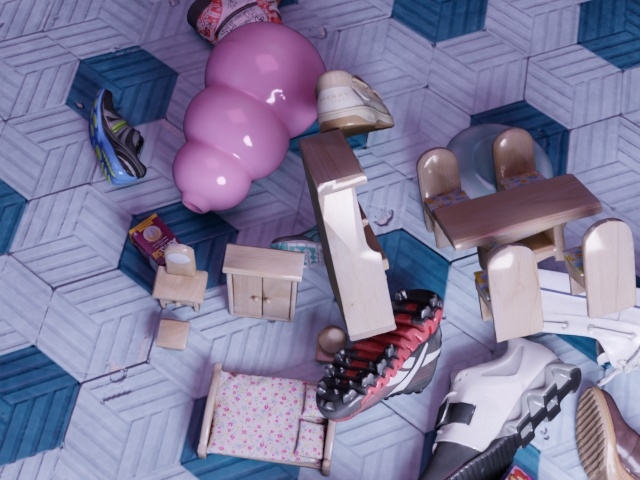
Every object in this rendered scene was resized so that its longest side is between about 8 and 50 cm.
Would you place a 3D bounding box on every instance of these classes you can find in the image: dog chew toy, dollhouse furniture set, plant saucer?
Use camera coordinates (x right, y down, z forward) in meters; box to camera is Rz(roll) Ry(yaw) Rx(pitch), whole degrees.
[{"bbox_3d":[-0.126,-0.191,1.611,0.206,0.206,0.332,25,72,9],"label":"dog chew toy"},{"bbox_3d":[0.194,-0.050,1.426,0.394,0.256,0.362,-15,28,-3],"label":"dollhouse furniture set"},{"bbox_3d":[-0.118,0.200,1.420,0.303,0.174,0.356,7,63,0],"label":"dollhouse furniture set"},{"bbox_3d":[0.305,-0.128,1.689,0.195,0.037,0.195,2,63,-3],"label":"plant saucer"}]

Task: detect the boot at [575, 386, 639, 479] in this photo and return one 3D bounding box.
[{"bbox_3d":[0.498,0.331,1.460,0.207,0.090,0.248,-1,61,-18],"label":"boot"}]

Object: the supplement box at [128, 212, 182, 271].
[{"bbox_3d":[-0.259,0.008,1.580,0.055,0.043,0.083,-38,72,-21],"label":"supplement box"}]

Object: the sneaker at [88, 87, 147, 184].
[{"bbox_3d":[-0.340,-0.173,1.664,0.078,0.067,0.188,-7,60,-31],"label":"sneaker"}]

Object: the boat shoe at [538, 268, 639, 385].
[{"bbox_3d":[0.448,0.145,1.492,0.367,0.136,0.156,11,89,17],"label":"boat shoe"}]

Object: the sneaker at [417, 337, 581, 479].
[{"bbox_3d":[0.221,0.270,1.452,0.330,0.122,0.146,-40,54,-20],"label":"sneaker"}]

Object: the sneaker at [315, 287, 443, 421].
[{"bbox_3d":[0.098,0.191,1.450,0.097,0.135,0.276,11,38,37],"label":"sneaker"}]

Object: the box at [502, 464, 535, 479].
[{"bbox_3d":[0.284,0.431,1.294,0.201,0.057,0.293,37,25,14],"label":"box"}]

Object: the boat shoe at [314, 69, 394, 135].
[{"bbox_3d":[0.050,-0.218,1.578,0.109,0.302,0.098,-12,92,12],"label":"boat shoe"}]

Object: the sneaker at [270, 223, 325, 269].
[{"bbox_3d":[0.000,0.000,1.601,0.166,0.065,0.076,-2,47,-8],"label":"sneaker"}]

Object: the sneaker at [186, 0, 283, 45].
[{"bbox_3d":[-0.096,-0.432,1.789,0.270,0.090,0.145,-42,74,-17],"label":"sneaker"}]
